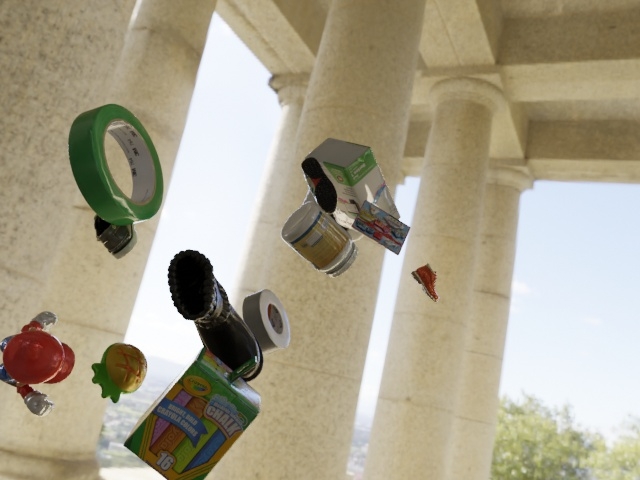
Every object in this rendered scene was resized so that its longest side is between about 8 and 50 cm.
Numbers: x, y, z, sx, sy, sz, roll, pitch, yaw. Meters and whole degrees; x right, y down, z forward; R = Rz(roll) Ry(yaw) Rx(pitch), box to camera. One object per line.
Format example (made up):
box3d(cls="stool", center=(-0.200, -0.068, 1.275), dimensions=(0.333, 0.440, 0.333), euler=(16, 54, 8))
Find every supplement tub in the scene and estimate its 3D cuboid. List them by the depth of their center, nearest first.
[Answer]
box3d(cls="supplement tub", center=(0.000, 0.000, 1.776), dimensions=(0.199, 0.144, 0.144), euler=(43, -25, -20))

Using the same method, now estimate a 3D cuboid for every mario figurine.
box3d(cls="mario figurine", center=(-0.639, 0.279, 1.408), dimensions=(0.170, 0.198, 0.320), euler=(-32, 12, -36))

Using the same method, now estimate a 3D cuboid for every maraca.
box3d(cls="maraca", center=(-0.480, 0.312, 1.462), dimensions=(0.099, 0.127, 0.186), euler=(-31, 5, 18))

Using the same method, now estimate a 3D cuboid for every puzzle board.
box3d(cls="puzzle board", center=(0.143, -0.032, 1.421), dimensions=(0.128, 0.096, 0.011), euler=(32, -39, -3))

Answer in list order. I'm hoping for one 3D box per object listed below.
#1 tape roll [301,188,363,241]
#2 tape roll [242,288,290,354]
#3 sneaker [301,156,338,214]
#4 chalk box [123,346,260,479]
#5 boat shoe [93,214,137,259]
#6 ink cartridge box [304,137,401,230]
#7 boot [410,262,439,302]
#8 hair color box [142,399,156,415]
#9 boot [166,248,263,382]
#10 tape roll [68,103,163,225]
box3d(cls="tape roll", center=(0.068, -0.130, 2.194), dimensions=(0.246, 0.169, 0.246), euler=(17, -31, 10))
box3d(cls="tape roll", center=(-0.188, 0.285, 2.152), dimensions=(0.072, 0.219, 0.219), euler=(-20, -25, 16))
box3d(cls="sneaker", center=(0.003, -0.132, 1.556), dimensions=(0.057, 0.161, 0.075), euler=(-27, -19, 0))
box3d(cls="chalk box", center=(-0.246, 0.355, 1.315), dimensions=(0.179, 0.289, 0.180), euler=(40, -5, -4))
box3d(cls="boat shoe", center=(-0.603, -0.049, 1.782), dimensions=(0.091, 0.109, 0.305), euler=(49, -2, -32))
box3d(cls="ink cartridge box", center=(0.101, -0.159, 1.872), dimensions=(0.201, 0.117, 0.278), euler=(24, -30, 49))
box3d(cls="boot", center=(0.414, 0.160, 2.296), dimensions=(0.158, 0.084, 0.059), euler=(54, -2, -18))
box3d(cls="hair color box", center=(-0.540, 0.595, 2.114), dimensions=(0.043, 0.072, 0.141), euler=(39, -2, 27))
box3d(cls="boot", center=(-0.259, 0.197, 1.512), dimensions=(0.348, 0.131, 0.260), euler=(55, -13, 7))
box3d(cls="tape roll", center=(-0.543, -0.202, 1.654), dimensions=(0.077, 0.321, 0.321), euler=(-12, -21, 15))
